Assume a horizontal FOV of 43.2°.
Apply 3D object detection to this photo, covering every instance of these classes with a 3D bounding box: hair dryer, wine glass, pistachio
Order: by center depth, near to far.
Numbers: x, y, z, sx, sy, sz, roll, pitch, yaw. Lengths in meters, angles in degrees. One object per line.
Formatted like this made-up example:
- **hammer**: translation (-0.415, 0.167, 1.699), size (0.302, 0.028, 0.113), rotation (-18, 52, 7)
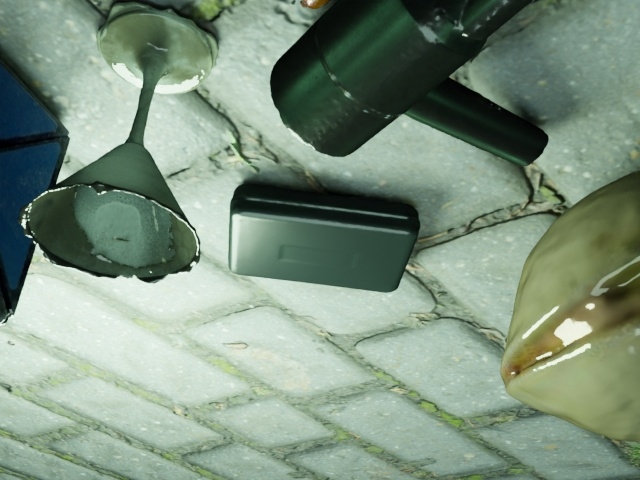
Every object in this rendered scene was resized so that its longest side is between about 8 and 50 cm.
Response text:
- **wine glass**: translation (-0.167, -0.095, 0.735), size (0.156, 0.232, 0.156), rotation (3, 148, 2)
- **hair dryer**: translation (0.143, -0.156, 0.744), size (0.302, 0.116, 0.244), rotation (17, 146, -37)
- **pistachio**: translation (0.372, 0.072, 0.877), size (0.365, 0.282, 0.445), rotation (-16, 158, -18)

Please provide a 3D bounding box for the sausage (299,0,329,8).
- **sausage**: translation (0.015, -0.232, 0.690), size (0.031, 0.031, 0.107), rotation (26, 140, -28)

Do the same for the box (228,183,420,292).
- **box**: translation (0.000, 0.000, 1.015), size (0.230, 0.050, 0.160), rotation (7, 146, -3)

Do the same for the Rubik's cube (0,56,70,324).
- **Rubik's cube**: translation (-0.440, -0.067, 0.790), size (0.254, 0.260, 0.259), rotation (-7, 142, 19)
